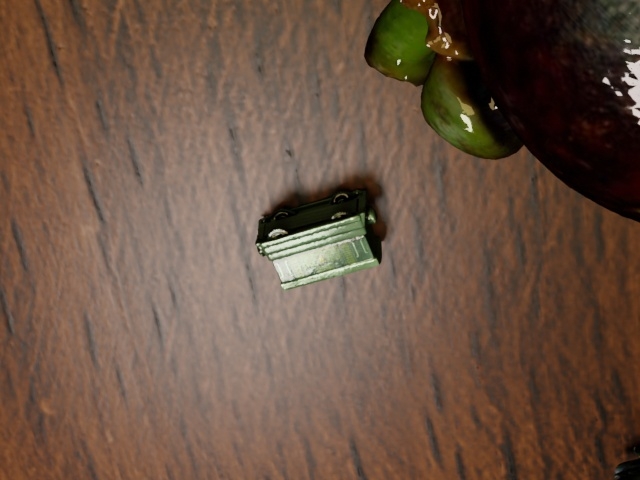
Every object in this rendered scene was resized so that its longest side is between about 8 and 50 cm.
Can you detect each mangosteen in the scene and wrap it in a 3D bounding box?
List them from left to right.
[{"bbox_3d":[0.179,-0.160,0.677,0.360,0.306,0.306,12,120,29],"label":"mangosteen"}]

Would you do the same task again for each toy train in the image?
[{"bbox_3d":[0.000,0.000,0.912,0.093,0.038,0.056,-16,119,14],"label":"toy train"}]

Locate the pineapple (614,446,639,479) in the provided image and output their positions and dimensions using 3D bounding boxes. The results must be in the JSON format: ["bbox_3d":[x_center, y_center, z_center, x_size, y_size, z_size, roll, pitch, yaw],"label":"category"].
[{"bbox_3d":[0.288,0.124,0.904,0.083,0.103,0.221,38,121,26],"label":"pineapple"}]
